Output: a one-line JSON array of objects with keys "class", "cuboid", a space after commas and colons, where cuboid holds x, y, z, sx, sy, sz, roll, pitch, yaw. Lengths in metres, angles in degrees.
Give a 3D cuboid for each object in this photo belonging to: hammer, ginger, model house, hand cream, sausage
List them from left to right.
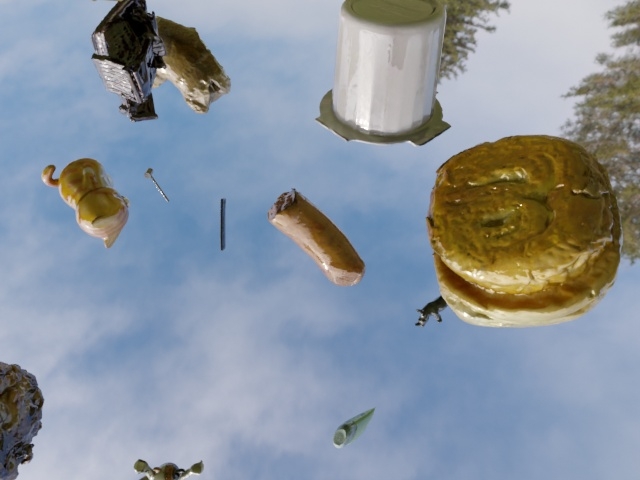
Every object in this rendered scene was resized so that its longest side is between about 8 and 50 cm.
[{"class": "model house", "cuboid": [-0.354, -0.327, 0.814, 0.141, 0.203, 0.164, -33, -99, -19]}, {"class": "hammer", "cuboid": [-0.472, -0.159, 1.225, 0.019, 0.110, 0.035, -23, -146, 7]}, {"class": "ginger", "cuboid": [-0.389, -0.482, 1.179, 0.221, 0.130, 0.275, -28, -78, -6]}, {"class": "sausage", "cuboid": [-0.001, 0.001, 0.953, 0.270, 0.109, 0.109, 46, -133, -20]}, {"class": "hand cream", "cuboid": [0.087, 0.490, 1.095, 0.046, 0.095, 0.175, 32, -172, 27]}]

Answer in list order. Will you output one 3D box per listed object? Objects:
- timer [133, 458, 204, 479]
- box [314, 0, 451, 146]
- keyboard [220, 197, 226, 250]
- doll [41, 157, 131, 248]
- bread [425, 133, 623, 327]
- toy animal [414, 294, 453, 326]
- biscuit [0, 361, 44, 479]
[{"class": "timer", "cuboid": [-0.375, 0.591, 0.984, 0.175, 0.266, 0.175, 17, -147, -11]}, {"class": "box", "cuboid": [0.130, -0.344, 0.789, 0.262, 0.206, 0.291, 7, -130, 5]}, {"class": "keyboard", "cuboid": [-0.287, -0.048, 1.239, 0.010, 0.155, 0.053, 2, -173, -2]}, {"class": "doll", "cuboid": [-0.683, -0.127, 1.272, 0.162, 0.166, 0.269, -41, -111, -15]}, {"class": "bread", "cuboid": [0.227, -0.018, 0.488, 0.198, 0.120, 0.236, -10, -122, 33]}, {"class": "toy animal", "cuboid": [0.309, 0.189, 1.140, 0.136, 0.065, 0.047, -33, -150, -2]}, {"class": "biscuit", "cuboid": [-0.739, 0.431, 0.969, 0.081, 0.334, 0.289, -2, -114, -6]}]
